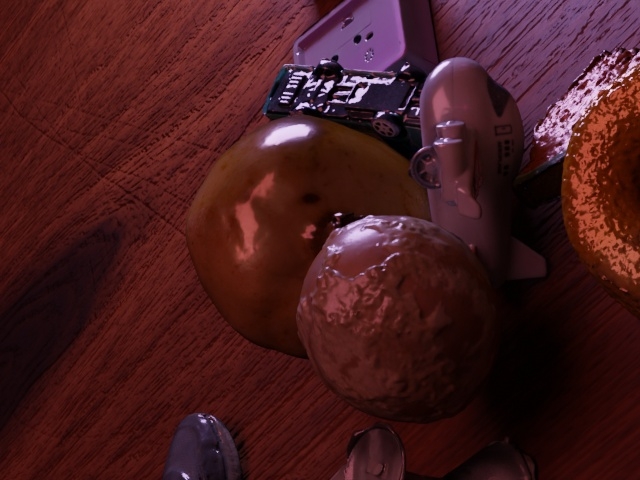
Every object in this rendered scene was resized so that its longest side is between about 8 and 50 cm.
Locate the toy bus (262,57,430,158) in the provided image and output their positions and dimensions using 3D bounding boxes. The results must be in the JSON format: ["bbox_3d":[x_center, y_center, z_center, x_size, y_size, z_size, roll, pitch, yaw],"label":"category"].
[{"bbox_3d":[0.060,-0.149,1.926,0.262,0.109,0.091,10,66,37],"label":"toy bus"}]

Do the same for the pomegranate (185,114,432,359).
[{"bbox_3d":[-0.008,-0.006,1.849,0.307,0.307,0.307,-27,54,43],"label":"pomegranate"}]

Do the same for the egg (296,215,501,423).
[{"bbox_3d":[0.082,0.080,1.633,0.203,0.245,0.203,-13,54,19],"label":"egg"}]

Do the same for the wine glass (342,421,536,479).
[{"bbox_3d":[0.115,0.245,1.656,0.122,0.183,0.122,-25,57,46],"label":"wine glass"}]

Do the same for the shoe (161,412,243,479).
[{"bbox_3d":[-0.201,0.367,2.017,0.132,0.171,0.336,-23,57,46],"label":"shoe"}]

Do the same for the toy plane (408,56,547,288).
[{"bbox_3d":[0.163,-0.069,1.733,0.118,0.252,0.252,-8,63,14],"label":"toy plane"}]

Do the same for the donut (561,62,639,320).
[{"bbox_3d":[0.348,-0.047,1.477,0.303,0.110,0.303,-3,84,31],"label":"donut"}]

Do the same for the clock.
[{"bbox_3d":[0.054,-0.232,2.065,0.197,0.063,0.150,-35,48,38],"label":"clock"}]

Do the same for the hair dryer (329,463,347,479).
[{"bbox_3d":[0.071,0.416,1.728,0.173,0.107,0.357,-51,49,25],"label":"hair dryer"}]

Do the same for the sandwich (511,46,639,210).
[{"bbox_3d":[0.296,-0.113,1.662,0.235,0.079,0.159,-46,22,2],"label":"sandwich"}]
